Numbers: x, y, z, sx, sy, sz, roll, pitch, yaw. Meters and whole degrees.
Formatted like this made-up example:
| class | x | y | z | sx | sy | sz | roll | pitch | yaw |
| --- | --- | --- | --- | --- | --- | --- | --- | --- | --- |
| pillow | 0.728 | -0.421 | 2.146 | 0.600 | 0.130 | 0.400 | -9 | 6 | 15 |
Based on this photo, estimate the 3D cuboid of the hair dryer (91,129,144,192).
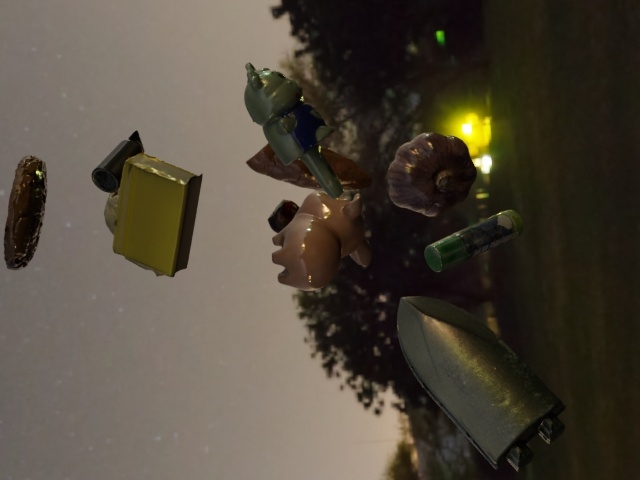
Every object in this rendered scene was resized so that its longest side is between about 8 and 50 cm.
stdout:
| class | x | y | z | sx | sy | sz | roll | pitch | yaw |
| --- | --- | --- | --- | --- | --- | --- | --- | --- | --- |
| hair dryer | -0.499 | -0.141 | 2.301 | 0.195 | 0.078 | 0.248 | -61 | -34 | -47 |

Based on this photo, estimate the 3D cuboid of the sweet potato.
| class | x | y | z | sx | sy | sz | roll | pitch | yaw |
| --- | --- | --- | --- | --- | --- | --- | --- | --- | --- |
| sweet potato | -0.021 | -0.147 | 1.699 | 0.097 | 0.252 | 0.097 | 14 | -90 | -88 |

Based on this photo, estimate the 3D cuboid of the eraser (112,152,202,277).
| class | x | y | z | sx | sy | sz | roll | pitch | yaw |
| --- | --- | --- | --- | --- | --- | --- | --- | --- | --- |
| eraser | -0.335 | -0.050 | 1.744 | 0.069 | 0.158 | 0.226 | -42 | -31 | -61 |

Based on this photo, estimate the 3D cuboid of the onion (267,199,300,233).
| class | x | y | z | sx | sy | sz | roll | pitch | yaw |
| --- | --- | --- | --- | --- | --- | --- | --- | --- | --- |
| onion | -0.110 | -0.070 | 2.812 | 0.119 | 0.117 | 0.118 | 33 | -148 | -24 |

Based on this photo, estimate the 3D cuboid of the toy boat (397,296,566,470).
| class | x | y | z | sx | sy | sz | roll | pitch | yaw |
| --- | --- | --- | --- | --- | --- | --- | --- | --- | --- |
| toy boat | 0.228 | 0.199 | 1.324 | 0.319 | 0.141 | 0.092 | 48 | 174 | 26 |

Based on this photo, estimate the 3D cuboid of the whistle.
| class | x | y | z | sx | sy | sz | roll | pitch | yaw |
| --- | --- | --- | --- | --- | --- | --- | --- | --- | --- |
| whistle | -0.038 | -0.169 | 1.303 | 0.244 | 0.092 | 0.110 | 54 | -169 | -4 |

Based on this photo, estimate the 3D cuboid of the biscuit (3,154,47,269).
| class | x | y | z | sx | sy | sz | roll | pitch | yaw |
| --- | --- | --- | --- | --- | --- | --- | --- | --- | --- |
| biscuit | -0.720 | -0.068 | 2.126 | 0.296 | 0.075 | 0.295 | -173 | 90 | -78 |

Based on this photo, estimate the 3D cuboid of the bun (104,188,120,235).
| class | x | y | z | sx | sy | sz | roll | pitch | yaw |
| --- | --- | --- | --- | --- | --- | --- | --- | --- | --- |
| bun | -0.578 | -0.111 | 2.698 | 0.133 | 0.231 | 0.231 | 85 | -176 | -55 |

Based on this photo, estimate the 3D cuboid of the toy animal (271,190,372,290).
| class | x | y | z | sx | sy | sz | roll | pitch | yaw |
| --- | --- | --- | --- | --- | --- | --- | --- | --- | --- |
| toy animal | 0.000 | 0.000 | 2.378 | 0.326 | 0.269 | 0.237 | -91 | -9 | -54 |

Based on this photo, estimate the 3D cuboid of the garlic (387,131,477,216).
| class | x | y | z | sx | sy | sz | roll | pitch | yaw |
| --- | --- | --- | --- | --- | --- | --- | --- | --- | --- |
| garlic | 0.196 | -0.114 | 1.484 | 0.102 | 0.159 | 0.147 | -148 | 46 | -77 |

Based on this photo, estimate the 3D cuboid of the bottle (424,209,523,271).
| class | x | y | z | sx | sy | sz | roll | pitch | yaw |
| --- | --- | --- | --- | --- | --- | --- | --- | --- | --- |
| bottle | 0.472 | 0.000 | 2.642 | 0.093 | 0.330 | 0.093 | 44 | 146 | 40 |
